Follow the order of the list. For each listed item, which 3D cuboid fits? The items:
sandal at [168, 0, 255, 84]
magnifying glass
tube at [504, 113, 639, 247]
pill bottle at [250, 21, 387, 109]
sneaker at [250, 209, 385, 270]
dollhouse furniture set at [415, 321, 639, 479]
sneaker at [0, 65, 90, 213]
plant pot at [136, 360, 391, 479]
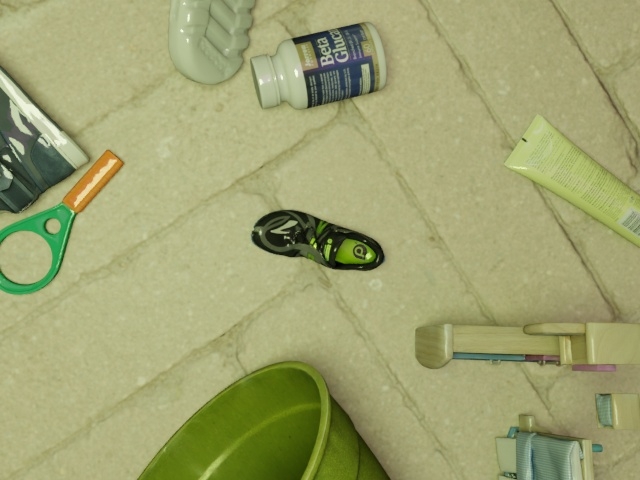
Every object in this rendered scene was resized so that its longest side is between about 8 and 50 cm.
[{"bbox_3d":[-0.143,-0.415,0.915,0.102,0.169,0.416,13,90,32],"label":"sandal"},{"bbox_3d":[-0.349,-0.026,0.943,0.092,0.026,0.231,41,88,-7],"label":"magnifying glass"},{"bbox_3d":[0.389,-0.081,1.032,0.240,0.062,0.070,34,43,-3],"label":"tube"},{"bbox_3d":[-0.004,-0.228,0.948,0.169,0.094,0.094,-15,94,-7],"label":"pill bottle"},{"bbox_3d":[0.000,0.000,0.964,0.188,0.078,0.067,14,90,-8],"label":"sneaker"},{"bbox_3d":[0.249,0.261,0.903,0.198,0.286,0.303,2,80,-8],"label":"dollhouse furniture set"},{"bbox_3d":[-0.432,-0.135,0.895,0.163,0.086,0.226,-43,98,-7],"label":"sneaker"},{"bbox_3d":[-0.022,0.402,0.864,0.366,0.366,0.353,-44,109,-5],"label":"plant pot"}]
